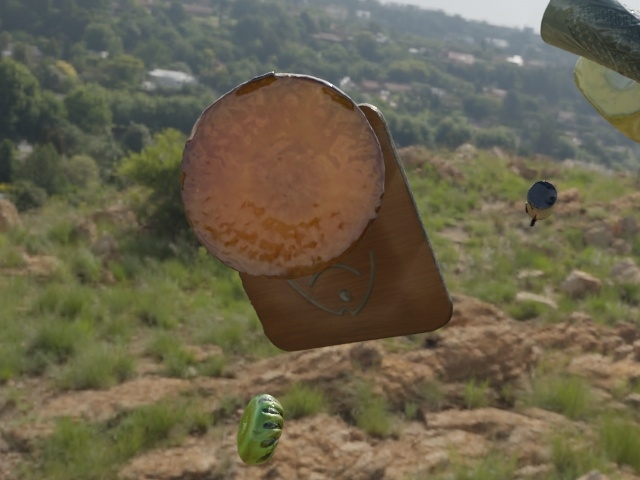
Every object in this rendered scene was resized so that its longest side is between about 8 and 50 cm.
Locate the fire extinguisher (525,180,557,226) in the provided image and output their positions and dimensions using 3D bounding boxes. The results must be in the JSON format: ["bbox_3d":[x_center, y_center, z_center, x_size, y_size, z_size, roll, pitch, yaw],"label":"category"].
[{"bbox_3d":[0.377,-0.061,1.439,0.050,0.062,0.177,24,-2,15],"label":"fire extinguisher"}]

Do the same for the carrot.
[{"bbox_3d":[-0.043,-0.069,0.734,0.159,0.159,0.225,6,11,-11],"label":"carrot"}]

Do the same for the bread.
[{"bbox_3d":[-0.111,0.353,1.559,0.071,0.130,0.139,18,-12,-14],"label":"bread"}]

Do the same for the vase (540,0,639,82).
[{"bbox_3d":[0.379,-0.232,1.007,0.096,0.096,0.219,-7,40,-45],"label":"vase"}]

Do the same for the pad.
[{"bbox_3d":[0.000,0.000,1.023,0.286,0.284,0.018,-13,14,36],"label":"pad"}]

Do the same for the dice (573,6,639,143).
[{"bbox_3d":[0.548,-0.272,1.398,0.169,0.166,0.169,7,45,-43],"label":"dice"}]
